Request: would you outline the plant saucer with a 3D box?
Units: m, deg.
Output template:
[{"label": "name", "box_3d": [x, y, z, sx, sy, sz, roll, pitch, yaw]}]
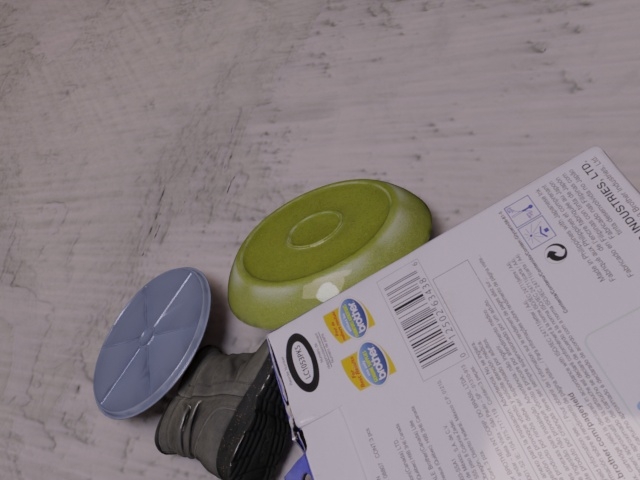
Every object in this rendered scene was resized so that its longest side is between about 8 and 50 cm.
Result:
[{"label": "plant saucer", "box_3d": [0.000, 0.000, 0.747, 0.241, 0.037, 0.241, -20, 29, 12]}]

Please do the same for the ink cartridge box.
[{"label": "ink cartridge box", "box_3d": [0.129, 0.142, 0.570, 0.395, 0.151, 0.270, -30, 52, 9]}]

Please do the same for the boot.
[{"label": "boot", "box_3d": [-0.082, 0.135, 0.753, 0.161, 0.083, 0.246, 11, 63, 46]}]

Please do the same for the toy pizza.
[{"label": "toy pizza", "box_3d": [-0.198, 0.123, 0.836, 0.201, 0.032, 0.201, -28, 41, 27]}]
